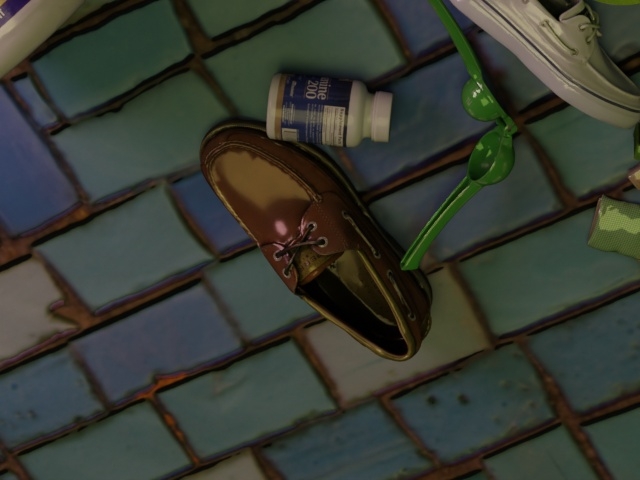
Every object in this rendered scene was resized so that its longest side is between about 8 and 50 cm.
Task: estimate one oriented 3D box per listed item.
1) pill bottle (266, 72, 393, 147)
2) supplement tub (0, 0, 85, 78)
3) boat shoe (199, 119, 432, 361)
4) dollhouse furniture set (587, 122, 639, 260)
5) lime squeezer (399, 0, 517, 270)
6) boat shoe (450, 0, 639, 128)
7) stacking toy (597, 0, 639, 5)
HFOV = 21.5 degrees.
[{"bbox_3d":[0.010,-0.127,1.656,0.120,0.067,0.067,6,119,4],"label":"pill bottle"},{"bbox_3d":[-0.368,-0.309,1.505,0.241,0.241,0.331,-35,110,23],"label":"supplement tub"},{"bbox_3d":[0.000,0.000,1.705,0.307,0.104,0.111,40,116,-14],"label":"boat shoe"},{"bbox_3d":[0.318,-0.036,1.671,0.076,0.058,0.151,11,119,2],"label":"dollhouse furniture set"},{"bbox_3d":[0.138,-0.116,1.649,0.110,0.059,0.310,3,119,5],"label":"lime squeezer"},{"bbox_3d":[0.226,-0.193,1.581,0.226,0.083,0.076,34,119,-11],"label":"boat shoe"},{"bbox_3d":[0.264,-0.373,1.495,0.309,0.130,0.279,31,144,-7],"label":"stacking toy"}]
